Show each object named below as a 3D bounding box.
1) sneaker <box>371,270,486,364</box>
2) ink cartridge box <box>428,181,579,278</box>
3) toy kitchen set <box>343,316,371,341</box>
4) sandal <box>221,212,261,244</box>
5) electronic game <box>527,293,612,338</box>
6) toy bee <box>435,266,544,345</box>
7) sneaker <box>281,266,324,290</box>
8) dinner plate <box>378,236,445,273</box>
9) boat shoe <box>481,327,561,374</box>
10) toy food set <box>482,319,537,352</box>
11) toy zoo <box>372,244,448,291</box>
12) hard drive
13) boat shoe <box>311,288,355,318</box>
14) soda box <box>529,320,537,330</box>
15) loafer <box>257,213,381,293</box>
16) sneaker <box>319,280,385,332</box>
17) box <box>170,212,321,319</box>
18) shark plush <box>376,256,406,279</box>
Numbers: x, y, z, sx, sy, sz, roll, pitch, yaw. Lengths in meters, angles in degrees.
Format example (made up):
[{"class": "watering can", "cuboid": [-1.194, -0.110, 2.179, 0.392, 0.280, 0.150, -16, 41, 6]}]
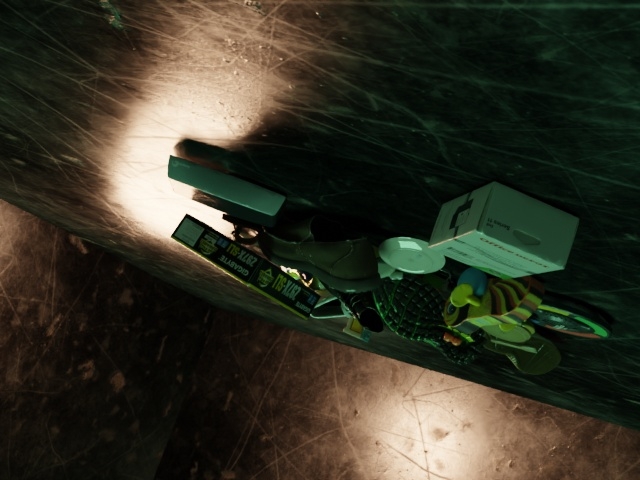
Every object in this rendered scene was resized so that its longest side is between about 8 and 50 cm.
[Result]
[{"class": "sneaker", "cuboid": [0.231, 0.171, 1.989, 0.343, 0.134, 0.146, 38, 180, -32]}, {"class": "ink cartridge box", "cuboid": [0.281, -0.010, 1.329, 0.153, 0.087, 0.208, 22, 169, -10]}, {"class": "toy kitchen set", "cuboid": [0.102, 0.162, 2.218, 0.122, 0.166, 0.207, 11, 166, 35]}, {"class": "sandal", "cuboid": [-0.197, -0.015, 2.168, 0.090, 0.060, 0.219, 18, 168, 11]}, {"class": "electronic game", "cuboid": [0.514, 0.166, 1.843, 0.229, 0.048, 0.229, 19, 168, 4]}, {"class": "toy bee", "cuboid": [0.332, 0.147, 1.790, 0.195, 0.162, 0.298, 21, 168, -13]}, {"class": "sneaker", "cuboid": [-0.052, 0.041, 2.192, 0.240, 0.091, 0.126, 22, 144, 59]}, {"class": "dinner plate", "cuboid": [0.189, 0.037, 1.771, 0.141, 0.017, 0.141, 11, 149, 6]}, {"class": "boat shoe", "cuboid": [0.500, 0.252, 2.176, 0.302, 0.109, 0.098, 27, -154, -31]}, {"class": "toy food set", "cuboid": [0.425, 0.194, 1.935, 0.132, 0.039, 0.192, 12, 159, 30]}, {"class": "toy zoo", "cuboid": [0.134, 0.056, 2.015, 0.293, 0.030, 0.192, 25, 167, -23]}, {"class": "hard drive", "cuboid": [-0.201, -0.100, 1.805, 0.254, 0.054, 0.172, 20, 168, -1]}, {"class": "boat shoe", "cuboid": [0.082, 0.148, 2.094, 0.267, 0.088, 0.096, -5, 135, 36]}, {"class": "soda box", "cuboid": [0.423, 0.168, 1.990, 0.169, 0.053, 0.060, 18, 168, 5]}, {"class": "loafer", "cuboid": [0.000, 0.000, 1.838, 0.133, 0.130, 0.366, -14, -156, -40]}, {"class": "sneaker", "cuboid": [0.075, 0.122, 1.974, 0.222, 0.083, 0.118, 34, -161, 4]}, {"class": "box", "cuboid": [-0.172, 0.067, 2.045, 0.257, 0.079, 0.322, 27, 174, 30]}, {"class": "shark plush", "cuboid": [0.120, 0.069, 1.868, 0.073, 0.161, 0.067, 62, 180, -8]}]
